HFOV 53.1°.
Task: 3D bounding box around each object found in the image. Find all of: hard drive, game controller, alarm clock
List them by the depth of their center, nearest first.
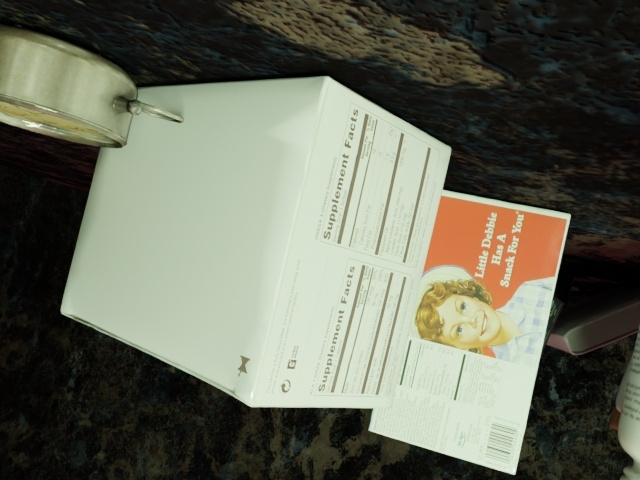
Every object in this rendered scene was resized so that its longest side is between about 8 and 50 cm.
[{"bbox_3d":[-0.186,-0.110,0.473,0.192,0.064,0.129,15,177,16],"label":"alarm clock"},{"bbox_3d":[0.469,0.123,1.065,0.203,0.040,0.307,-24,173,5],"label":"hard drive"},{"bbox_3d":[0.642,0.130,1.365,0.167,0.067,0.319,-1,176,6],"label":"game controller"}]

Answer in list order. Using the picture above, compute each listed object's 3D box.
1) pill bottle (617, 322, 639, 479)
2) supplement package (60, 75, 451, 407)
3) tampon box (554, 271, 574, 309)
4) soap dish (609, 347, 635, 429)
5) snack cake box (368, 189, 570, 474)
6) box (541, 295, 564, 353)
[{"bbox_3d":[0.384,0.150,0.618,0.160,0.283,0.160,14,177,1],"label":"pill bottle"},{"bbox_3d":[-0.063,-0.005,0.511,0.262,0.204,0.145,11,177,43],"label":"supplement package"},{"bbox_3d":[0.428,0.116,1.324,0.101,0.120,0.161,13,177,-3],"label":"tampon box"},{"bbox_3d":[0.513,0.162,0.726,0.118,0.229,0.291,37,165,-31],"label":"soap dish"},{"bbox_3d":[0.158,0.089,0.681,0.152,0.264,0.089,13,177,18],"label":"snack cake box"},{"bbox_3d":[0.217,0.089,1.011,0.270,0.143,0.165,32,169,-23],"label":"box"}]
